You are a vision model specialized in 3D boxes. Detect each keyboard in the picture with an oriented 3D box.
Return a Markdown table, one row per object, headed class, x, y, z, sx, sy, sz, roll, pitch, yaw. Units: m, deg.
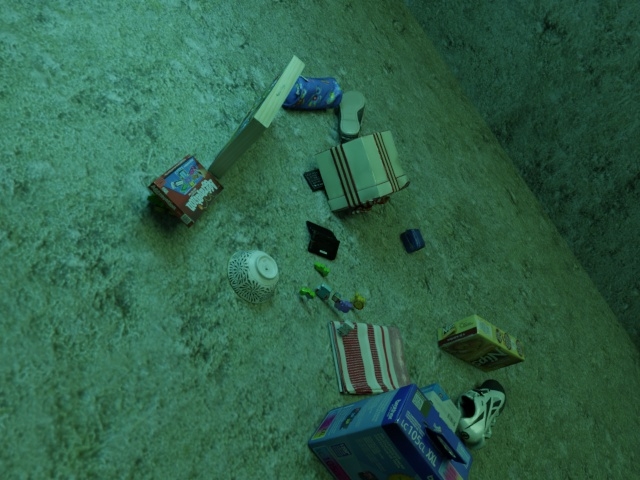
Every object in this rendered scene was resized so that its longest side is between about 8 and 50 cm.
| class | x | y | z | sx | sy | sz | roll | pitch | yaw |
| --- | --- | --- | --- | --- | --- | --- | --- | --- | --- |
| keyboard | 0.017 | -0.223 | 2.006 | 0.180 | 0.023 | 0.108 | -24 | 84 | -50 |

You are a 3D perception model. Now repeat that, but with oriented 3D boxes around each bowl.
| class | x | y | z | sx | sy | sz | roll | pitch | yaw |
| --- | --- | --- | --- | --- | --- | --- | --- | --- | --- |
| bowl | -0.175 | 0.090 | 1.550 | 0.170 | 0.080 | 0.170 | 27 | 48 | -34 |

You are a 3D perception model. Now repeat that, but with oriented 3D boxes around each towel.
| class | x | y | z | sx | sy | sz | roll | pitch | yaw |
| --- | --- | --- | --- | --- | --- | --- | --- | --- | --- |
| towel | 0.169 | 0.383 | 1.755 | 0.328 | 0.037 | 0.237 | 14 | 55 | -41 |

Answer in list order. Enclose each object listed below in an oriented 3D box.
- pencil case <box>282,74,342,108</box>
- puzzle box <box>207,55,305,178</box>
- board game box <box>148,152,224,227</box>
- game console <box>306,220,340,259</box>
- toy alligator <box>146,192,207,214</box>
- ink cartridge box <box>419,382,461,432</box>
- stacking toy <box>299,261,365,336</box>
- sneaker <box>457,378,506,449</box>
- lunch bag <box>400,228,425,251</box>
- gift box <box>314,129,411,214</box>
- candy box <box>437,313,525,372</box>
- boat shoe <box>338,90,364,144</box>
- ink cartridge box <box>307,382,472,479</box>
| class | x | y | z | sx | sy | sz | roll | pitch | yaw |
| --- | --- | --- | --- | --- | --- | --- | --- | --- | --- |
| pencil case | -0.037 | -0.585 | 2.105 | 0.119 | 0.133 | 0.306 | 43 | 33 | 23 |
| puzzle box | -0.196 | -0.396 | 1.700 | 0.052 | 0.272 | 0.409 | 38 | 42 | -17 |
| board game box | -0.360 | -0.145 | 1.480 | 0.145 | 0.027 | 0.281 | 48 | 20 | -14 |
| game console | 0.000 | 0.000 | 1.849 | 0.122 | 0.071 | 0.108 | 22 | 81 | -35 |
| toy alligator | -0.399 | -0.103 | 1.471 | 0.051 | 0.056 | 0.189 | 29 | 11 | 39 |
| ink cartridge box | 0.370 | 0.601 | 1.782 | 0.148 | 0.085 | 0.203 | 54 | 40 | -6 |
| stacking toy | 0.039 | 0.187 | 1.727 | 0.221 | 0.052 | 0.167 | 39 | 33 | -5 |
| sneaker | 0.585 | 0.597 | 1.983 | 0.146 | 0.122 | 0.330 | 55 | 38 | -7 |
| lunch bag | 0.376 | -0.004 | 2.205 | 0.065 | 0.067 | 0.099 | -6 | 69 | -49 |
| gift box | 0.165 | -0.241 | 1.958 | 0.255 | 0.276 | 0.259 | -25 | 99 | -46 |
| candy box | 0.630 | 0.409 | 2.107 | 0.316 | 0.182 | 0.088 | 31 | 47 | -30 |
| boat shoe | 0.123 | -0.513 | 2.275 | 0.112 | 0.096 | 0.335 | 9 | 46 | 0 |
| ink cartridge box | 0.199 | 0.541 | 1.393 | 0.270 | 0.395 | 0.151 | 52 | 39 | -7 |
